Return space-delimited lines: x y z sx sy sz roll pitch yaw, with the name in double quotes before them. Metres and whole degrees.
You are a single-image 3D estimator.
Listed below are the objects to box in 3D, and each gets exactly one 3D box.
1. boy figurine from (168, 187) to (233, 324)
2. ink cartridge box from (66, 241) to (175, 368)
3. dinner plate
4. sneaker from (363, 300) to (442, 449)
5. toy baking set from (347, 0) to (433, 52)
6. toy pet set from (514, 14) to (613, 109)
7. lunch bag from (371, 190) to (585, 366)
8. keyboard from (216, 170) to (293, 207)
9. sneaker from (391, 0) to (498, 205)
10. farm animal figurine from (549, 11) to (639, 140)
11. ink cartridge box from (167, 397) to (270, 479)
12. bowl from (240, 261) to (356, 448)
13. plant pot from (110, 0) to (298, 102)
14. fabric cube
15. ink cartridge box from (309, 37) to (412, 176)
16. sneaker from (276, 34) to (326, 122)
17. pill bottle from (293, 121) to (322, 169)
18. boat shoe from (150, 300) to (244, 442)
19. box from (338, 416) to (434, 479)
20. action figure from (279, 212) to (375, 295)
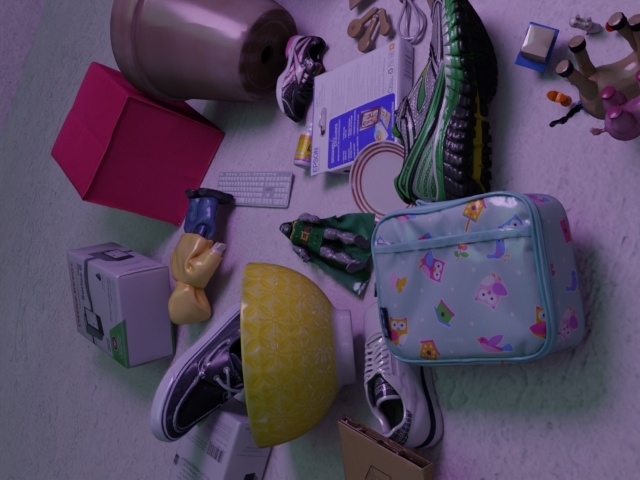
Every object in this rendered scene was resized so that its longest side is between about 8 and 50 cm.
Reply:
"boy figurine" -0.250 0.034 1.472 0.177 0.092 0.284 -4 77 50
"ink cartridge box" -0.450 0.136 1.594 0.289 0.122 0.211 15 112 50
"dinner plate" 0.107 -0.092 1.155 0.141 0.017 0.141 10 106 37
"sneaker" 0.102 0.185 1.032 0.090 0.095 0.235 -43 47 32
"toy baking set" 0.138 -0.434 1.264 0.256 0.030 0.196 2 81 49
"toy pet set" 0.329 -0.247 0.977 0.114 0.065 0.122 21 97 15
"lunch bag" 0.188 0.047 0.932 0.279 0.108 0.223 -10 88 46
"keyboard" -0.142 -0.107 1.468 0.256 0.014 0.072 6 81 49
"sneaker" 0.169 -0.213 1.050 0.146 0.134 0.343 -1 75 36
"farm animal figurine" 0.454 -0.192 0.734 0.326 0.172 0.330 -52 35 4
"ink cartridge box" -0.184 0.404 1.272 0.160 0.093 0.219 16 88 50
"bowl" -0.026 0.171 1.106 0.156 0.289 0.289 -4 67 2
"plant pot" -0.210 -0.411 1.452 0.281 0.323 0.323 26 97 26
"fabric cube" -0.425 -0.219 1.640 0.258 0.254 0.259 41 107 45
"ink cartridge box" 0.069 -0.224 1.248 0.208 0.045 0.206 -12 68 43
"sneaker" -0.032 -0.320 1.382 0.077 0.072 0.178 1 83 37
"pill bottle" -0.021 -0.177 1.334 0.043 0.043 0.083 9 84 49
"boat shoe" -0.170 0.227 1.238 0.102 0.108 0.301 7 42 38
"box" 0.093 0.355 0.963 0.164 0.021 0.201 15 118 49
"action figure" 0.000 0.000 1.240 0.232 0.064 0.137 18 95 53
